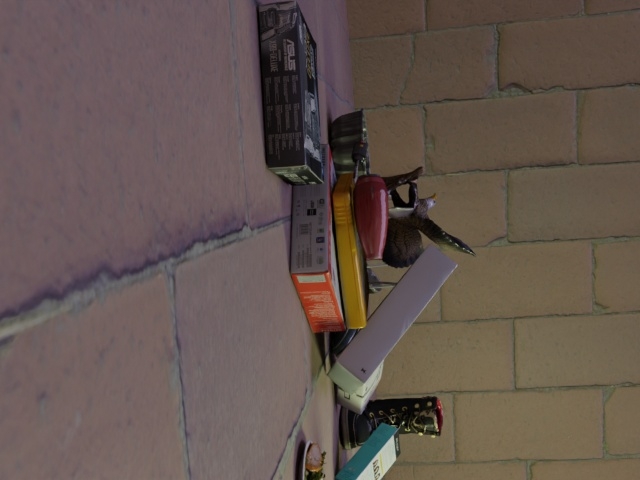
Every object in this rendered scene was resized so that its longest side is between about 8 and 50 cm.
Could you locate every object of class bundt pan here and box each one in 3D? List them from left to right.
[{"bbox_3d":[0.105,-0.296,2.439,0.331,0.124,0.330,-4,90,-82],"label":"bundt pan"}]

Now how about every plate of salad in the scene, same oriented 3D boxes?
[{"bbox_3d":[-0.010,0.501,1.387,0.200,0.048,0.199,-4,90,-84],"label":"plate of salad"}]

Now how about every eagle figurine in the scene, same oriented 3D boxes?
[{"bbox_3d":[0.255,-0.042,1.810,0.298,0.225,0.226,67,-8,-19],"label":"eagle figurine"}]

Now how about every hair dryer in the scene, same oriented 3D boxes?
[{"bbox_3d":[0.121,-0.071,1.607,0.293,0.080,0.223,-88,169,-45],"label":"hair dryer"}]

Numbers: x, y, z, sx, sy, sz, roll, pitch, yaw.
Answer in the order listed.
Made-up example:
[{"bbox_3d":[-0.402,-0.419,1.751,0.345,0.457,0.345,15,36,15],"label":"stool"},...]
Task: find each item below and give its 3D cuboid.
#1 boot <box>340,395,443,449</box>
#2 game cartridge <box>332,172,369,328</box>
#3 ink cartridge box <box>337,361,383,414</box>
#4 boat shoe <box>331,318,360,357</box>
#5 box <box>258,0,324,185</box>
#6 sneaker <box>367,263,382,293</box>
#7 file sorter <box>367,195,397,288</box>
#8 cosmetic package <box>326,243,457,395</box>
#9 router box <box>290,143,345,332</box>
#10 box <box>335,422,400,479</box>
[{"bbox_3d":[0.229,0.571,2.193,0.377,0.285,0.138,20,64,-72],"label":"boot"},{"bbox_3d":[0.078,0.013,1.682,0.285,0.053,0.323,-71,156,-73],"label":"game cartridge"},{"bbox_3d":[0.119,0.386,2.008,0.148,0.086,0.203,-55,158,-35],"label":"ink cartridge box"},{"bbox_3d":[0.066,0.223,2.084,0.099,0.116,0.319,37,35,-13],"label":"boat shoe"},{"bbox_3d":[-0.053,-0.274,1.359,0.242,0.077,0.307,25,62,-82],"label":"box"},{"bbox_3d":[0.120,0.122,2.575,0.222,0.118,0.083,54,39,-17],"label":"sneaker"},{"bbox_3d":[0.129,0.002,1.998,0.193,0.173,0.277,8,76,-54],"label":"file sorter"},{"bbox_3d":[0.175,0.210,1.770,0.377,0.097,0.284,-49,174,-17],"label":"cosmetic package"},{"bbox_3d":[0.000,0.000,1.605,0.301,0.082,0.335,74,14,-58],"label":"router box"},{"bbox_3d":[0.139,0.636,1.968,0.244,0.060,0.100,-36,128,-43],"label":"box"}]
